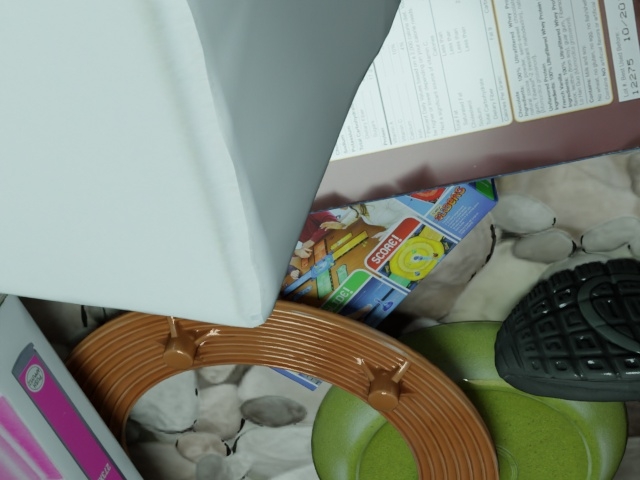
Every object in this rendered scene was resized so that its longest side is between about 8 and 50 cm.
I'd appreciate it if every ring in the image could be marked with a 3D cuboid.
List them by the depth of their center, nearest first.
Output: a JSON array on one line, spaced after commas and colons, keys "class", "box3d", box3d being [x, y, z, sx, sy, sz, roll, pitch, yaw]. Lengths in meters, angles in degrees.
[{"class": "ring", "box3d": [-0.039, 0.170, 0.951, 0.336, 0.032, 0.337, 6, 133, 6]}]

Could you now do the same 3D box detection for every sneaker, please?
[{"class": "sneaker", "box3d": [0.262, 0.085, 0.888, 0.286, 0.109, 0.130, -3, 132, 5]}]

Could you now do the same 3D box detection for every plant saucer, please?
[{"class": "plant saucer", "box3d": [0.113, 0.164, 0.982, 0.240, 0.037, 0.241, 0, 126, -1]}]

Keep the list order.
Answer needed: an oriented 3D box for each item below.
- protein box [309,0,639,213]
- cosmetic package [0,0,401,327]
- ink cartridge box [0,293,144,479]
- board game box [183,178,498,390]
[{"class": "protein box", "box3d": [0.047, -0.116, 0.661, 0.201, 0.200, 0.136, -11, 109, 7]}, {"class": "cosmetic package", "box3d": [-0.178, -0.213, 0.437, 0.393, 0.329, 0.327, 6, 140, 17]}, {"class": "ink cartridge box", "box3d": [-0.211, 0.187, 0.951, 0.175, 0.069, 0.371, -5, 131, 30]}, {"class": "board game box", "box3d": [0.000, 0.000, 0.863, 0.136, 0.035, 0.201, 31, 120, -21]}]
